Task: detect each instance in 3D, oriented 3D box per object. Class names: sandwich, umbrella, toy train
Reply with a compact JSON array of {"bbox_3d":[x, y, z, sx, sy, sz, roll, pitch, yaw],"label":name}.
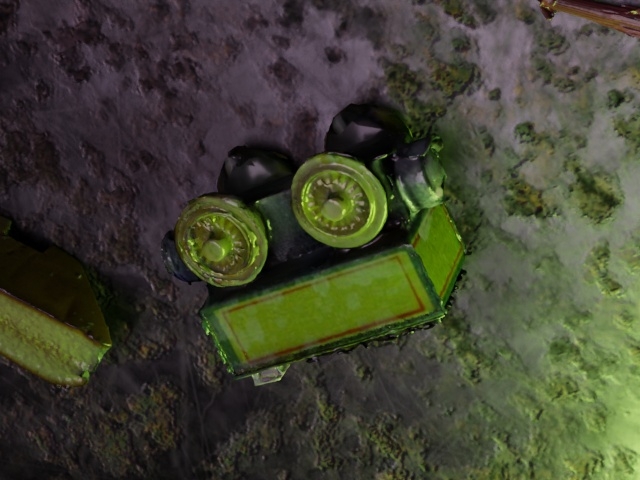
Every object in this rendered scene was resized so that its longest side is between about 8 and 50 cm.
[{"bbox_3d":[-0.295,0.046,1.451,0.244,0.088,0.090,29,125,4],"label":"sandwich"},{"bbox_3d":[0.245,-0.170,1.206,0.165,0.025,0.027,18,133,16],"label":"umbrella"},{"bbox_3d":[0.000,0.000,1.301,0.260,0.134,0.177,-19,110,26],"label":"toy train"}]
